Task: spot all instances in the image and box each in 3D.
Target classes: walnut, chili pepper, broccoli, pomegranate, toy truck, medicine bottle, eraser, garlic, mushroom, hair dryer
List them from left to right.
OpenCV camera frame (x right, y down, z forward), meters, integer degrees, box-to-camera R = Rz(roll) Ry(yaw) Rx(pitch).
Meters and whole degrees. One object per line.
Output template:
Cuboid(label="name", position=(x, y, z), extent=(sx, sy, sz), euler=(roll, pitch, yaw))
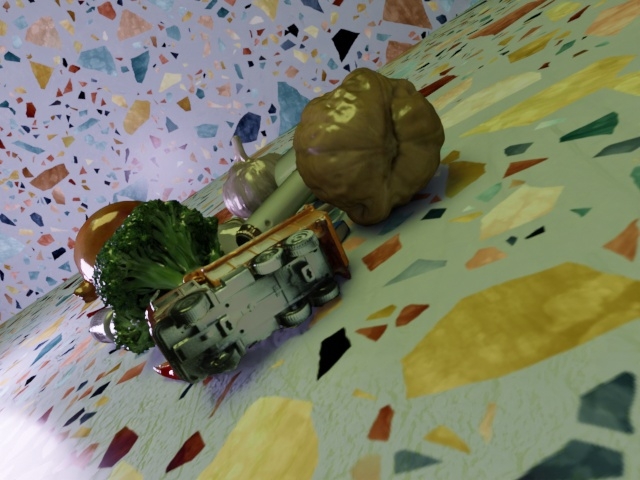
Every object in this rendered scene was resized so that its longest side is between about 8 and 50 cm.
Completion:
Cuboid(label="medicine bottle", position=(-0.431, 0.179, 0.986), extent=(0.140, 0.079, 0.079), euler=(-14, 28, 47))
Cuboid(label="pomegranate", position=(-0.441, 0.044, 1.067), extent=(0.229, 0.252, 0.270), euler=(-18, 30, 52))
Cuboid(label="broccoli", position=(-0.264, 0.060, 0.820), extent=(0.242, 0.261, 0.269), euler=(17, 11, 39))
Cuboid(label="chili pepper", position=(-0.193, 0.181, 0.660), extent=(0.178, 0.027, 0.045), euler=(-19, 20, 37))
Cuboid(label="mushroom", position=(-0.210, 0.003, 1.046), extent=(0.116, 0.093, 0.225), euler=(-25, 8, -7))
Cuboid(label="garlic", position=(-0.185, -0.182, 1.248), extent=(0.218, 0.212, 0.218), euler=(-31, 13, 8))
Cuboid(label="toy truck", position=(-0.086, 0.060, 0.603), extent=(0.270, 0.114, 0.135), euler=(-32, 21, -20))
Cuboid(label="hair dryer", position=(-0.055, -0.091, 0.897), extent=(0.203, 0.128, 0.362), euler=(-27, 20, 51))
Cuboid(label="eraser", position=(0.000, 0.000, 0.773), extent=(0.085, 0.027, 0.063), euler=(-16, 27, 43))
Cuboid(label="walnut", position=(0.069, -0.146, 0.737), extent=(0.224, 0.257, 0.257), euler=(-5, 15, -11))

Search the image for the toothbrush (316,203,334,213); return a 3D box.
Cuboid(label="toothbrush", position=(0.008, -0.056, 0.842), extent=(0.029, 0.025, 0.307), euler=(-28, 10, 43))
